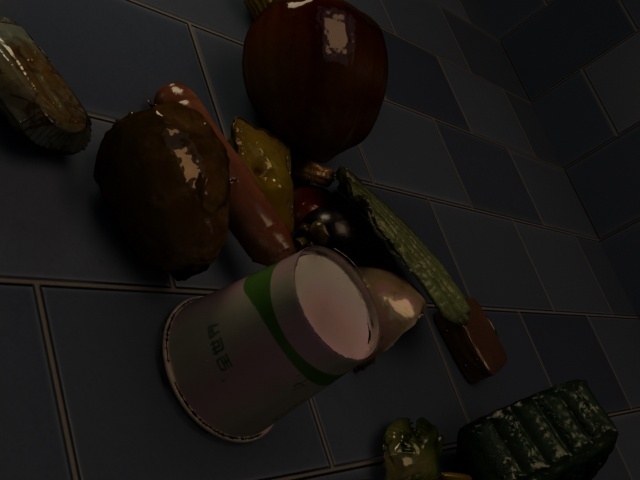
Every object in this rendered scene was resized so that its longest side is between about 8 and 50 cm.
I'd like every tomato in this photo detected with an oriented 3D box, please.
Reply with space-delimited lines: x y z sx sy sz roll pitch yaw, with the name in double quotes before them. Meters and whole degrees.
"tomato" 0.004 -0.063 1.713 0.155 0.069 0.155 34 37 -31

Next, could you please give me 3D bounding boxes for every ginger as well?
"ginger" -0.251 -0.094 1.281 0.223 0.200 0.269 36 37 -30

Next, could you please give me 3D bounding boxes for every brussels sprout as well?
"brussels sprout" 0.175 0.405 1.505 0.181 0.100 0.139 -10 86 -74

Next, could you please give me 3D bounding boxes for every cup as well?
"cup" -0.069 0.148 1.236 0.253 0.274 0.253 33 38 -32

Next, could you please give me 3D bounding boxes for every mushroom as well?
"mushroom" 0.102 0.103 1.608 0.173 0.162 0.236 49 31 -14

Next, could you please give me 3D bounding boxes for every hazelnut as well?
"hazelnut" -0.008 -0.363 1.740 0.366 0.366 0.366 33 39 -32

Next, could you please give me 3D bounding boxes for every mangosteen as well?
"mangosteen" 0.000 0.000 1.584 0.151 0.137 0.137 -8 68 -47

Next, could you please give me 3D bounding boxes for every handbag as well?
"handbag" 0.365 0.235 1.922 0.151 0.072 0.193 -10 68 -56

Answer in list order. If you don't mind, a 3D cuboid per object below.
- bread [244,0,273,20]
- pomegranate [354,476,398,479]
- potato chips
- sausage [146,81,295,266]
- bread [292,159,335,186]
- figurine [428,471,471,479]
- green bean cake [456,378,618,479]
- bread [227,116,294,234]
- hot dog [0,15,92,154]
"bread" -0.067 -0.617 1.966 0.142 0.227 0.253 59 25 -1
"pomegranate" 0.084 0.483 1.183 0.254 0.254 0.270 39 53 -25
"potato chips" 0.171 0.006 1.736 0.429 0.070 0.358 47 8 -9
"sausage" -0.179 -0.120 1.449 0.419 0.094 0.094 55 19 17
"bread" -0.013 -0.146 1.741 0.083 0.044 0.110 15 5 -21
"figurine" 0.236 0.536 1.385 0.215 0.215 0.228 41 49 -23
"green bean cake" 0.441 0.455 1.672 0.308 0.300 0.169 82 -17 -55
"bread" -0.124 -0.117 1.582 0.161 0.088 0.233 19 50 -37
"hot dog" -0.465 -0.242 1.248 0.270 0.082 0.162 53 23 9
